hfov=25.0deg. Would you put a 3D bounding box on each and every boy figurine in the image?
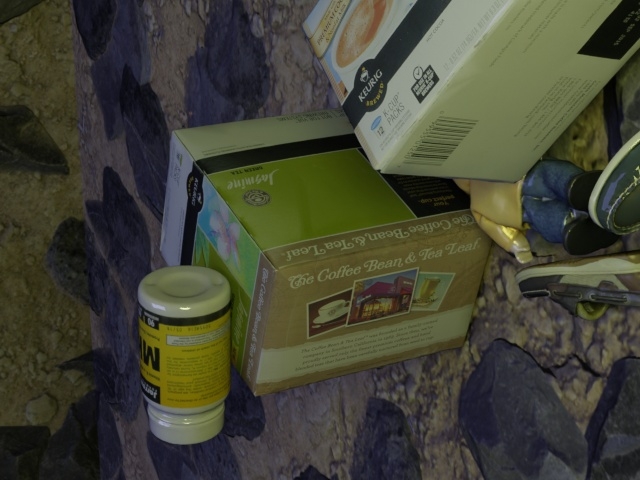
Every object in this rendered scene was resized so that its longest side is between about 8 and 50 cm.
[{"bbox_3d":[0.238,-0.063,1.733,0.285,0.092,0.177,29,124,57],"label":"boy figurine"}]

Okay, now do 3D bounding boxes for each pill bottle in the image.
[{"bbox_3d":[-0.172,0.147,1.841,0.119,0.119,0.208,39,134,52],"label":"pill bottle"}]

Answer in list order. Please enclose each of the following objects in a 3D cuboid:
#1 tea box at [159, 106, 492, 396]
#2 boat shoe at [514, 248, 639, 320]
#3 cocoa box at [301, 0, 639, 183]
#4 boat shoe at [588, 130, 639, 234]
[{"bbox_3d":[0.000,0.000,1.942,0.323,0.329,0.220,52,142,43],"label":"tea box"},{"bbox_3d":[0.305,0.056,1.658,0.223,0.080,0.073,-15,81,58],"label":"boat shoe"},{"bbox_3d":[0.186,-0.260,1.543,0.347,0.231,0.228,-51,52,37],"label":"cocoa box"},{"bbox_3d":[0.371,-0.082,1.354,0.095,0.254,0.079,52,-175,-47],"label":"boat shoe"}]
